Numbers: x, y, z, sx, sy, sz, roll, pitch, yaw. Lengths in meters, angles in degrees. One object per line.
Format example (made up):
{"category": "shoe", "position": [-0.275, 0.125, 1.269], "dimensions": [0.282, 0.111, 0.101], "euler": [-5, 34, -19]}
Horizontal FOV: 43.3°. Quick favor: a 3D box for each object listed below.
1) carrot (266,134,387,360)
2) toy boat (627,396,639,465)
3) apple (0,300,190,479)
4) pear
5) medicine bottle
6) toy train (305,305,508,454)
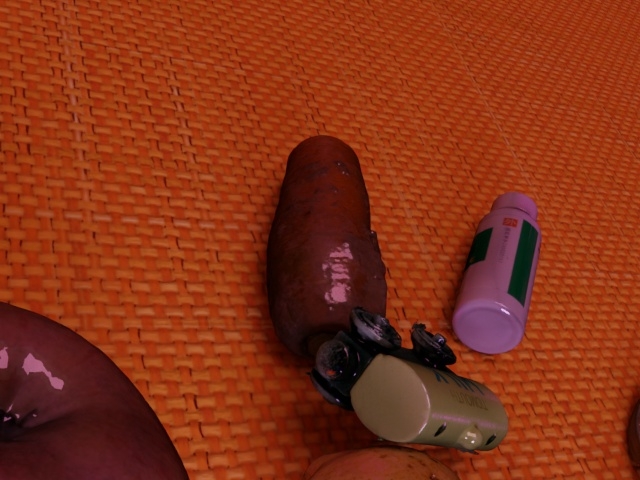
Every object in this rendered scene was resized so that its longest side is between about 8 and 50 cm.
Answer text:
{"category": "carrot", "position": [0.000, 0.000, 0.944], "dimensions": [0.139, 0.138, 0.301], "euler": [15, 39, -19]}
{"category": "toy boat", "position": [0.439, 0.236, 1.041], "dimensions": [0.065, 0.066, 0.172], "euler": [30, 42, 0]}
{"category": "apple", "position": [-0.236, 0.182, 0.524], "dimensions": [0.345, 0.269, 0.344], "euler": [17, 44, -17]}
{"category": "pear", "position": [0.048, 0.263, 0.719], "dimensions": [0.178, 0.178, 0.178], "euler": [17, 45, -18]}
{"category": "medicine bottle", "position": [0.244, 0.033, 1.085], "dimensions": [0.095, 0.095, 0.260], "euler": [32, 44, -2]}
{"category": "toy train", "position": [0.100, 0.156, 0.813], "dimensions": [0.157, 0.105, 0.253], "euler": [39, 8, 34]}
